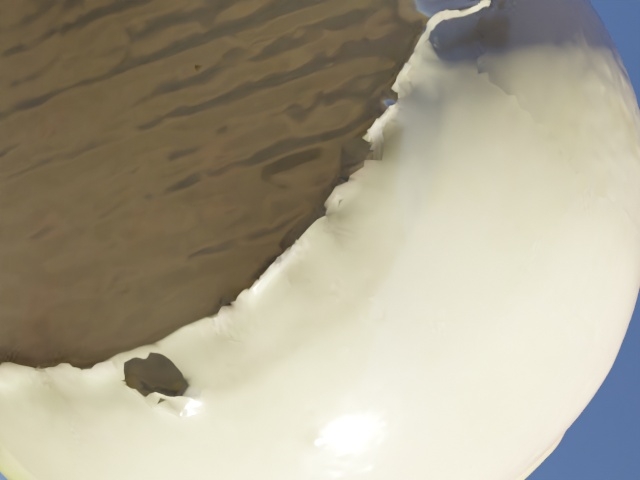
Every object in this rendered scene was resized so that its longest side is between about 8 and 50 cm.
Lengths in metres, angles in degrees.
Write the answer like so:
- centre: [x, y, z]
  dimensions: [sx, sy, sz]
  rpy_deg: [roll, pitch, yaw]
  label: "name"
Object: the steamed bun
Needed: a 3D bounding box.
- centre: [0.000, 0.000, 0.650]
  dimensions: [0.309, 0.309, 0.309]
  rpy_deg: [21, -65, 57]
  label: "steamed bun"
